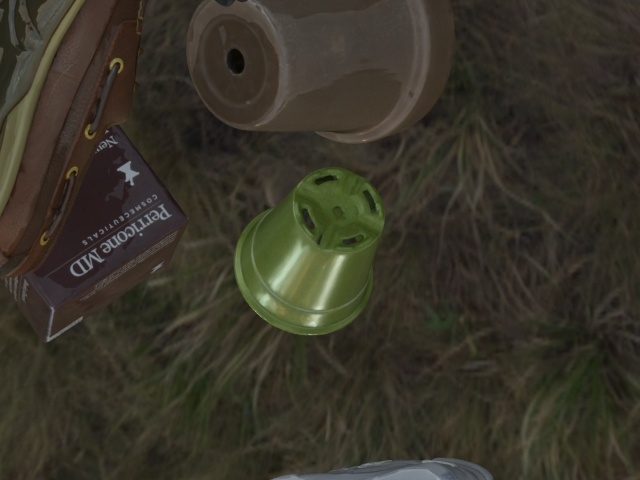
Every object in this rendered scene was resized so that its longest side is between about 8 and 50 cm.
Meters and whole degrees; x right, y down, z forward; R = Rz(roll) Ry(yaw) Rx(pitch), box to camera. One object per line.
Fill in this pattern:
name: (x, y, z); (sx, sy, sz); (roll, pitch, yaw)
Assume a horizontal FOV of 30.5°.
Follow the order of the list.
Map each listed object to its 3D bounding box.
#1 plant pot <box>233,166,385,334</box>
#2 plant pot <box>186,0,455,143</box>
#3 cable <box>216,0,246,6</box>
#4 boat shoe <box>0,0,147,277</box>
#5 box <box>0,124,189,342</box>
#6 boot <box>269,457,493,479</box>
plant pot: (0.000, 0.000, 0.647); (0.083, 0.083, 0.079); (24, 152, -4)
plant pot: (-0.018, -0.221, 1.302); (0.263, 0.229, 0.263); (16, 116, 36)
cable: (-0.099, -0.208, 0.689); (0.184, 0.150, 0.047); (38, 81, -38)
boat shoe: (-0.101, -0.069, 0.446); (0.064, 0.060, 0.178); (19, 83, 36)
box: (-0.269, -0.034, 1.212); (0.168, 0.167, 0.203); (-36, 85, -22)
boot: (0.053, 0.279, 1.225); (0.258, 0.123, 0.095); (-13, 78, 32)
